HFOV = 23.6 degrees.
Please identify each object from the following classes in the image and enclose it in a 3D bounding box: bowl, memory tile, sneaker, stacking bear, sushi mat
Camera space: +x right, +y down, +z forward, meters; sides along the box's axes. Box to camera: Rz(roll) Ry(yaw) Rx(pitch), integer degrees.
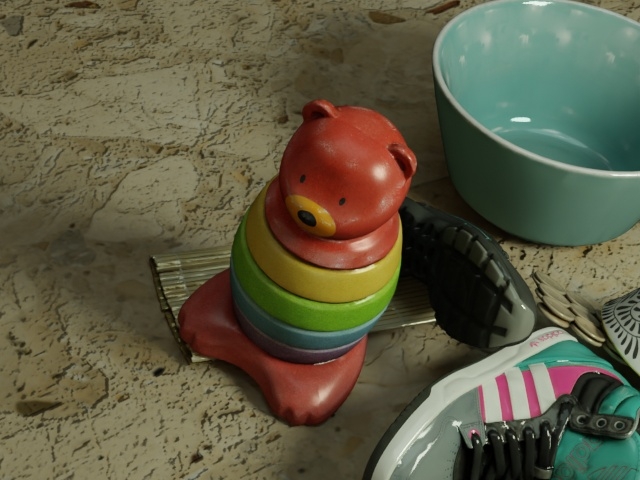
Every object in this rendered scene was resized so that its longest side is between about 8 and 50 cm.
[{"bbox_3d":[0.258,-0.110,1.651,0.311,0.163,0.311,6,41,-6],"label":"bowl"},{"bbox_3d":[0.269,0.085,1.487,0.148,0.012,0.113,33,16,-9],"label":"memory tile"},{"bbox_3d":[0.188,0.192,1.336,0.178,0.124,0.295,31,43,34],"label":"sneaker"},{"bbox_3d":[0.360,0.091,1.464,0.170,0.080,0.170,29,27,-16],"label":"bowl"},{"bbox_3d":[0.144,0.023,1.464,0.106,0.101,0.267,8,20,-28],"label":"sneaker"},{"bbox_3d":[0.000,0.000,1.345,0.175,0.289,0.164,36,52,13],"label":"stacking bear"},{"bbox_3d":[-0.005,0.044,1.525,0.316,0.019,0.151,-8,46,-22],"label":"sushi mat"}]
